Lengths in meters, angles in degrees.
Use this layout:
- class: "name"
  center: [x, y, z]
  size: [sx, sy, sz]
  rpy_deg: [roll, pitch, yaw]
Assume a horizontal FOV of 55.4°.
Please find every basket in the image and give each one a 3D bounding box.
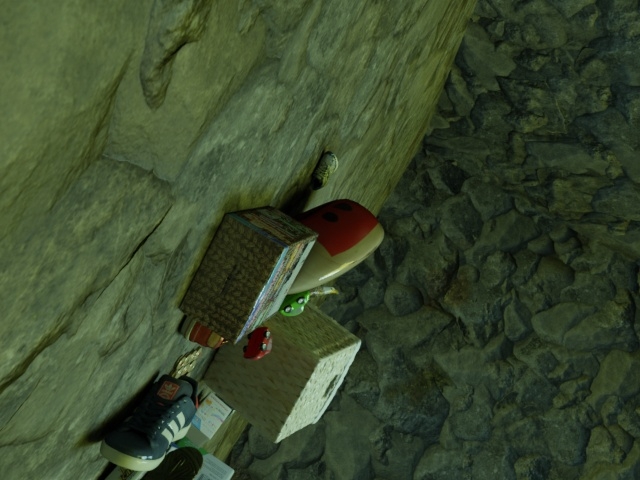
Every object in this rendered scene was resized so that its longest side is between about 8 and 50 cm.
- class: "basket"
  center: [-0.120, 0.361, 1.836]
  size: [0.266, 0.331, 0.329]
  rpy_deg: [-4, 125, -61]

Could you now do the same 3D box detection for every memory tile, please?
- class: "memory tile"
  center: [-0.345, 0.326, 1.525]
  size: [0.113, 0.012, 0.148]
  rpy_deg: [-61, 172, 6]

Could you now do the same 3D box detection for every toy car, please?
- class: "toy car"
  center: [-0.119, 0.201, 1.615]
  size: [0.224, 0.053, 0.239]
  rpy_deg: [-33, -147, -1]

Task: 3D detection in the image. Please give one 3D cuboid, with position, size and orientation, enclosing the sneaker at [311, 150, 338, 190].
- class: "sneaker"
  center: [0.008, -0.190, 1.712]
  size: [0.058, 0.052, 0.135]
  rpy_deg: [-46, 164, -43]

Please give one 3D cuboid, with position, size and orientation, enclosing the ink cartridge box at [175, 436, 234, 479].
- class: "ink cartridge box"
  center: [-0.439, 0.790, 1.891]
  size: [0.289, 0.211, 0.122]
  rpy_deg: [-47, 166, -53]

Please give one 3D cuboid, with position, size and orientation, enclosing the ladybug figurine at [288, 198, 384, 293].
- class: "ladybug figurine"
  center: [0.000, 0.000, 1.674]
  size: [0.305, 0.162, 0.449]
  rpy_deg: [-11, -166, 36]

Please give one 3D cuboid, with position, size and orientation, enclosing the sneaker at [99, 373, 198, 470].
- class: "sneaker"
  center: [-0.353, 0.373, 1.315]
  size: [0.350, 0.131, 0.148]
  rpy_deg: [-4, 117, -87]

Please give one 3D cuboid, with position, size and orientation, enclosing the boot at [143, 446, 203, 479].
- class: "boot"
  center: [-0.393, 0.627, 1.535]
  size: [0.236, 0.089, 0.270]
  rpy_deg: [-35, 162, -21]

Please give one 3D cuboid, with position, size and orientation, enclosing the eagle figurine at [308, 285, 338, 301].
- class: "eagle figurine"
  center: [-0.036, 0.152, 2.304]
  size: [0.226, 0.225, 0.299]
  rpy_deg: [-17, -119, 40]

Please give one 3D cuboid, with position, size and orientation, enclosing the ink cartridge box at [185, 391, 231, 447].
- class: "ink cartridge box"
  center: [-0.355, 0.551, 1.898]
  size: [0.090, 0.092, 0.143]
  rpy_deg: [-45, -176, 41]

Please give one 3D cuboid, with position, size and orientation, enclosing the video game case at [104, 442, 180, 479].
- class: "video game case"
  center: [-0.463, 0.591, 1.497]
  size: [0.244, 0.061, 0.269]
  rpy_deg: [-50, 169, -19]

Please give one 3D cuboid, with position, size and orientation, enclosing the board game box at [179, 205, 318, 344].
- class: "board game box"
  center: [-0.147, 0.063, 1.353]
  size: [0.232, 0.141, 0.291]
  rpy_deg: [-62, 171, 11]

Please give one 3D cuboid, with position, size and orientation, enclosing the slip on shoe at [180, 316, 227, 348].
- class: "slip on shoe"
  center: [-0.232, 0.200, 1.469]
  size: [0.123, 0.101, 0.331]
  rpy_deg: [-62, 173, 2]

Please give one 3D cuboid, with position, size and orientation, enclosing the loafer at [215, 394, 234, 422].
- class: "loafer"
  center: [-0.313, 0.551, 2.197]
  size: [0.251, 0.094, 0.087]
  rpy_deg: [-56, 167, -23]
